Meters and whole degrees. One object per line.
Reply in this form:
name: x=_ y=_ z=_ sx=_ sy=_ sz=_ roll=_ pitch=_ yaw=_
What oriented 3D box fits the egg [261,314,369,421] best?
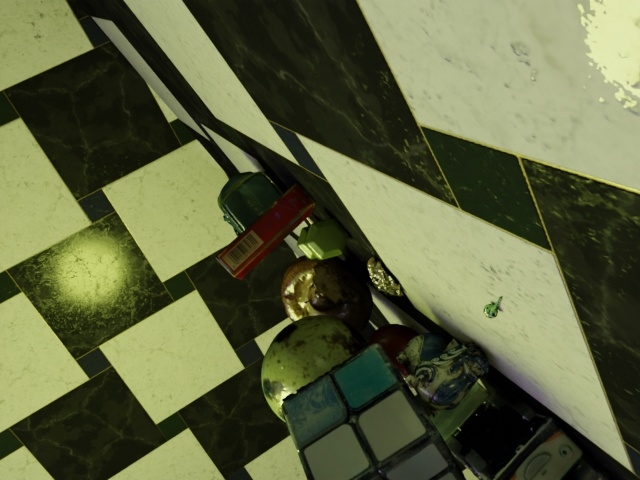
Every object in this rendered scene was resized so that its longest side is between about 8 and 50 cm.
egg: x=-0.015 y=0.413 z=1.629 sx=0.345 sy=0.345 sz=0.428 roll=47 pitch=149 yaw=2

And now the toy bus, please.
toy bus: x=0.487 y=0.546 z=1.288 sx=0.249 sy=0.209 sz=0.440 roll=46 pitch=173 yaw=8

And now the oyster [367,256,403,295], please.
oyster: x=0.163 y=0.102 z=1.417 sx=0.148 sy=0.051 sz=0.103 roll=61 pitch=161 yaw=-20

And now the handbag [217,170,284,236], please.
handbag: x=-0.217 y=-0.110 z=1.794 sx=0.263 sy=0.222 sz=0.241 roll=53 pitch=171 yaw=-16

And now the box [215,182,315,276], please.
box: x=-0.160 y=-0.022 z=1.564 sx=0.089 sy=0.313 sz=0.197 roll=47 pitch=173 yaw=3

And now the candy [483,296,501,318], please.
candy: x=0.285 y=0.105 z=0.860 sx=0.023 sy=0.025 sz=0.083 roll=16 pitch=154 yaw=14

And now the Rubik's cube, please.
Rubik's cube: x=0.132 y=0.513 z=1.316 sx=0.313 sy=0.316 sz=0.318 roll=59 pitch=180 yaw=-38

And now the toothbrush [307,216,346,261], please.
toothbrush: x=0.000 y=-0.028 z=1.774 sx=0.269 sy=0.021 sz=0.027 roll=49 pitch=-175 yaw=-14

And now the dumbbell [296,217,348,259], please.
dumbbell: x=0.000 y=0.000 z=1.575 sx=0.121 sy=0.108 sz=0.302 roll=48 pitch=173 yaw=-5

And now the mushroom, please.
mushroom: x=0.023 y=0.216 z=1.807 sx=0.331 sy=0.334 sz=0.356 roll=38 pitch=-158 yaw=-14

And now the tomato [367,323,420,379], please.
tomato: x=0.296 y=0.396 z=1.786 sx=0.290 sy=0.176 sz=0.335 roll=22 pitch=163 yaw=21

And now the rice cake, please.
rice cake: x=0.415 y=0.517 z=1.548 sx=0.124 sy=0.211 sz=0.038 roll=45 pitch=169 yaw=22

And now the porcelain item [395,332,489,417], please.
porcelain item: x=0.298 y=0.300 z=1.288 sx=0.138 sy=0.186 sz=0.288 roll=49 pitch=-175 yaw=-2
